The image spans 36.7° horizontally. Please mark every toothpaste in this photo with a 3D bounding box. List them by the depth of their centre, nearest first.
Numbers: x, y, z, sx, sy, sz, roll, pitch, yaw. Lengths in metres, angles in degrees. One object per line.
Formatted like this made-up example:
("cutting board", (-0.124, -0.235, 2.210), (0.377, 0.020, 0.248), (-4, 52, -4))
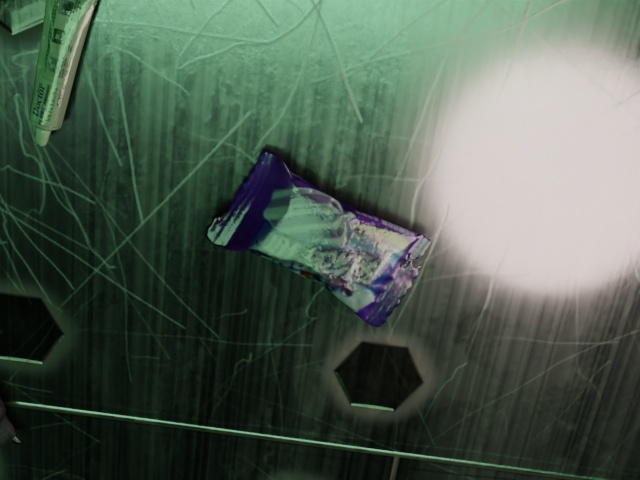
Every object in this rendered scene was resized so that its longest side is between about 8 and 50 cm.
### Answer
("toothpaste", (-0.319, -0.216, 1.174), (0.064, 0.041, 0.218), (19, 114, 0))

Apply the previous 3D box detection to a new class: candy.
("candy", (0.000, 0.000, 1.253), (0.275, 0.070, 0.145), (29, 107, -9))

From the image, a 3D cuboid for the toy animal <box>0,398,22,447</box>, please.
("toy animal", (-0.502, 0.237, 1.378), (0.121, 0.117, 0.210), (-25, 112, 8))
